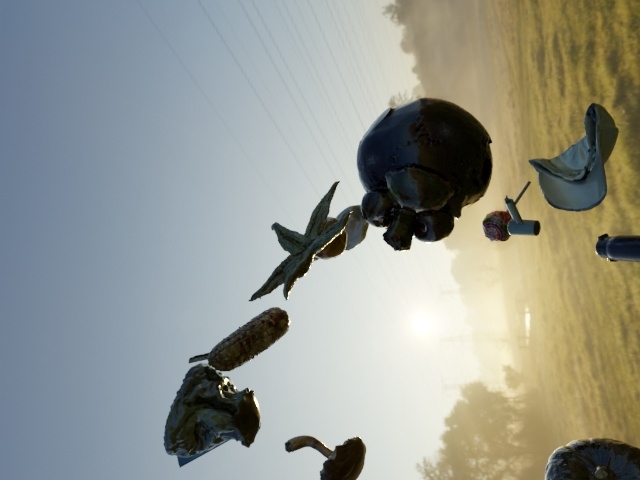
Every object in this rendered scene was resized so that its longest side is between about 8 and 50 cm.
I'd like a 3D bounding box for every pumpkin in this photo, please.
[{"bbox_3d":[0.520,0.460,0.849,0.162,0.219,0.219,63,-155,-24],"label":"pumpkin"}]

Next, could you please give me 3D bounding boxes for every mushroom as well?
[{"bbox_3d":[0.031,0.826,1.815,0.233,0.302,0.208,-48,-12,-21],"label":"mushroom"}]

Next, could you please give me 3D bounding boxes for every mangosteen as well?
[{"bbox_3d":[0.266,-0.193,1.275,0.421,0.381,0.381,-44,-52,-33],"label":"mangosteen"}]

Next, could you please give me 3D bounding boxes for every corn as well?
[{"bbox_3d":[-0.191,0.271,1.275,0.290,0.098,0.098,-28,-71,-54],"label":"corn"}]

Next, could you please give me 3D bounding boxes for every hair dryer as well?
[{"bbox_3d":[0.438,-0.058,1.026,0.124,0.063,0.038,50,-117,-32],"label":"hair dryer"}]

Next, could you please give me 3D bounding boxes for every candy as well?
[{"bbox_3d":[0.746,-0.129,1.815,0.365,0.124,0.124,-46,-49,-31],"label":"candy"}]

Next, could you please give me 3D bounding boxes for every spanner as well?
[{"bbox_3d":[-0.376,0.456,1.901,0.093,0.325,0.026,97,157,-45],"label":"spanner"}]

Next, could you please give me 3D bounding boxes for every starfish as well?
[{"bbox_3d":[-0.041,0.020,1.207,0.078,0.358,0.347,40,-130,-28],"label":"starfish"}]

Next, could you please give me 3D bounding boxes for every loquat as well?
[{"bbox_3d":[0.014,-0.004,1.379,0.113,0.137,0.137,-17,-81,-47],"label":"loquat"}]

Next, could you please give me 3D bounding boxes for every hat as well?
[{"bbox_3d":[0.773,-0.220,1.343,0.258,0.168,0.301,123,155,-55],"label":"hat"}]

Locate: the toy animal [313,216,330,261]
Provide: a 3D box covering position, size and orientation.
[{"bbox_3d":[0.000,0.000,2.019,0.171,0.198,0.171,49,176,5],"label":"toy animal"}]

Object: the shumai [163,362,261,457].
[{"bbox_3d":[-0.262,0.438,1.175,0.261,0.222,0.225,169,116,-81],"label":"shumai"}]

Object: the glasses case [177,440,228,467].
[{"bbox_3d":[-0.408,0.725,1.706,0.105,0.266,0.056,64,-172,32],"label":"glasses case"}]

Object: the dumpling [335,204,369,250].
[{"bbox_3d":[0.116,-0.043,1.777,0.132,0.250,0.162,26,-133,-23],"label":"dumpling"}]

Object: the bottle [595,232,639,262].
[{"bbox_3d":[0.830,0.024,1.201,0.082,0.072,0.244,68,169,-7],"label":"bottle"}]
